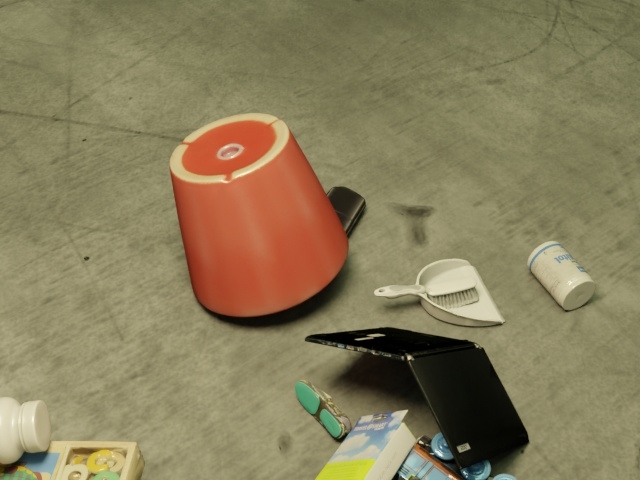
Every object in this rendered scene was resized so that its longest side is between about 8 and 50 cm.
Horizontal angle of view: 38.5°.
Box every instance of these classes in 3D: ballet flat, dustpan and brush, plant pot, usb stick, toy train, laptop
[{"bbox_3d":[0.007,0.250,1.360,0.041,0.041,0.114,-26,50,-26],"label":"ballet flat"},{"bbox_3d":[0.188,0.086,1.516,0.211,0.060,0.147,-10,45,-12],"label":"dustpan and brush"},{"bbox_3d":[-0.113,-0.053,1.474,0.275,0.243,0.275,-11,37,8],"label":"plant pot"},{"bbox_3d":[0.000,0.000,1.612,0.077,0.045,0.278,23,47,11],"label":"usb stick"},{"bbox_3d":[0.189,0.341,1.241,0.184,0.080,0.105,34,61,26],"label":"toy train"},{"bbox_3d":[0.143,0.215,1.326,0.264,0.136,0.234,7,2,35],"label":"laptop"}]

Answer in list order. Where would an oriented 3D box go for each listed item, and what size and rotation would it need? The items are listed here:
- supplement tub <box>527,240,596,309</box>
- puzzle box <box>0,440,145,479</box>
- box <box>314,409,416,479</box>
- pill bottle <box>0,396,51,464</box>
[{"bbox_3d":[0.407,0.058,1.549,0.071,0.071,0.107,-17,47,-19],"label":"supplement tub"},{"bbox_3d":[-0.450,0.376,1.150,0.409,0.052,0.272,-2,43,8],"label":"puzzle box"},{"bbox_3d":[0.053,0.311,1.246,0.109,0.042,0.178,-21,21,49],"label":"box"},{"bbox_3d":[-0.437,0.249,1.184,0.160,0.087,0.087,-7,44,1],"label":"pill bottle"}]
